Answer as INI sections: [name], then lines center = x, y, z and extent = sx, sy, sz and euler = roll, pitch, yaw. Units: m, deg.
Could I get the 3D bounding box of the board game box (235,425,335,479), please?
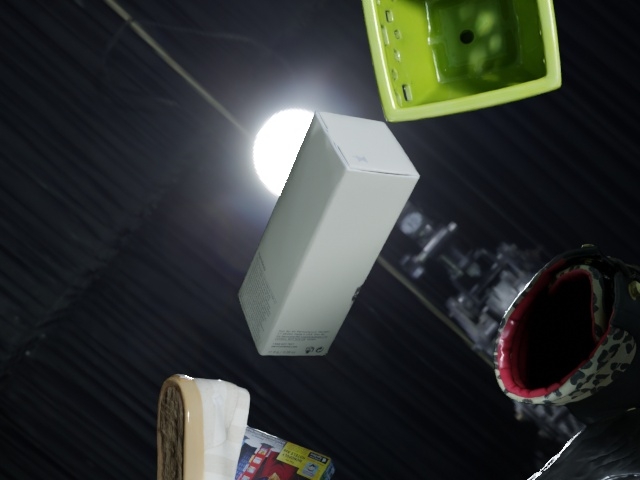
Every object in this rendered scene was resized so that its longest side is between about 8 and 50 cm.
[board game box]
center = -0.107, 0.291, 0.905
extent = 0.194, 0.060, 0.194
euler = 12, -128, 35

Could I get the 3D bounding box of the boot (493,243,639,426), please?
[boot]
center = 0.224, 0.030, 0.542
extent = 0.236, 0.178, 0.085
euler = -52, -131, 14

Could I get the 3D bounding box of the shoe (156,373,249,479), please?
[shoe]
center = -0.089, 0.205, 0.614
extent = 0.076, 0.058, 0.219
euler = 7, -90, 52

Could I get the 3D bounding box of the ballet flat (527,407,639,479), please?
[ballet flat]
center = 0.151, 0.140, 0.472
extent = 0.173, 0.049, 0.057
euler = -24, -150, -22

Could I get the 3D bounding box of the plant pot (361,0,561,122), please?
[plant pot]
center = 0.192, -0.284, 1.148
extent = 0.228, 0.227, 0.207
euler = -9, -175, 17

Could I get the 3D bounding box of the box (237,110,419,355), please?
[box]
center = 0.000, 0.000, 0.978
extent = 0.275, 0.094, 0.113
euler = -63, -145, 34
